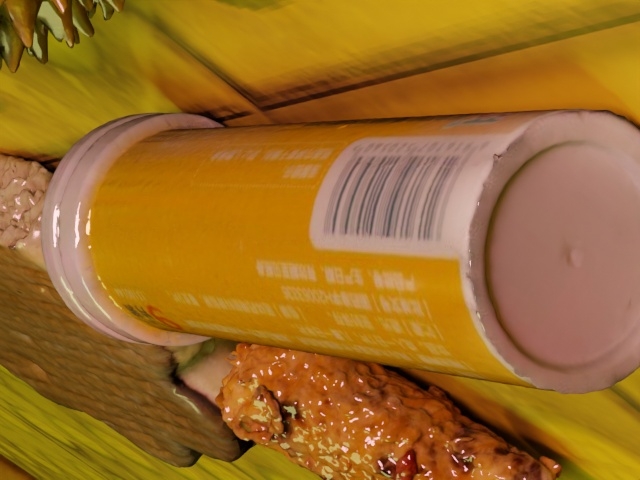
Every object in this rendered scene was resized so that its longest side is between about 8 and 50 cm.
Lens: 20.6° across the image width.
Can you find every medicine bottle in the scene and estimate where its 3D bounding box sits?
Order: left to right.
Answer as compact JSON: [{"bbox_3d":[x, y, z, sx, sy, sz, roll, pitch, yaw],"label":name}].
[{"bbox_3d":[0.000,0.000,0.464,0.074,0.074,0.218,40,162,-26],"label":"medicine bottle"}]

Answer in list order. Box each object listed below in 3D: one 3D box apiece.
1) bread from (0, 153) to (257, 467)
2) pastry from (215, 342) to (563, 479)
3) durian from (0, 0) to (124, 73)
[{"bbox_3d":[-0.118,0.032,0.832,0.286,0.056,0.207,14,154,50],"label":"bread"},{"bbox_3d":[0.026,0.076,0.689,0.140,0.056,0.080,25,172,6],"label":"pastry"},{"bbox_3d":[-0.140,-0.075,0.473,0.137,0.095,0.221,43,168,-32],"label":"durian"}]
